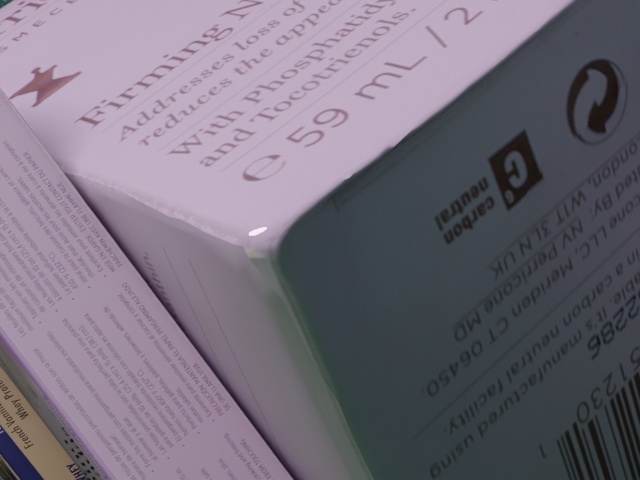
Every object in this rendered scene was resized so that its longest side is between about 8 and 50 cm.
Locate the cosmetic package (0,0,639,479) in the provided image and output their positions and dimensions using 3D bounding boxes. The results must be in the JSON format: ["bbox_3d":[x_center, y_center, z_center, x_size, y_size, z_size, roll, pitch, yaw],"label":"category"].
[{"bbox_3d":[0.023,-0.013,0.695,0.394,0.329,0.327,20,143,48],"label":"cosmetic package"}]

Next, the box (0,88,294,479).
[{"bbox_3d":[-0.119,0.023,0.514,0.324,0.067,0.063,53,156,-4],"label":"box"}]

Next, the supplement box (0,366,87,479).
[{"bbox_3d":[-0.125,0.086,0.584,0.083,0.083,0.056,51,156,1],"label":"supplement box"}]
